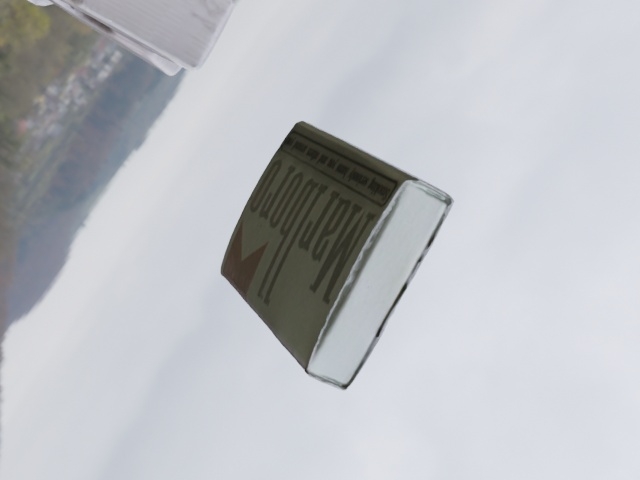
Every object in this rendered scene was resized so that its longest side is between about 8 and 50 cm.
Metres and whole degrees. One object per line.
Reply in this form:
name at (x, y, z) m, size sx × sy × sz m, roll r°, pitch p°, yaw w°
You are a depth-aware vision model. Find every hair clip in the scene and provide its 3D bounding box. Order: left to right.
hair clip at (-0.217, -0.225, 0.750) m, size 0.085 × 0.331 × 0.101 m, roll -64°, pitch -160°, yaw -4°

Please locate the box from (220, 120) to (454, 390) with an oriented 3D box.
box at (0.000, 0.000, 0.620) m, size 0.115 × 0.036 × 0.177 m, roll -63°, pitch -155°, yaw 4°
